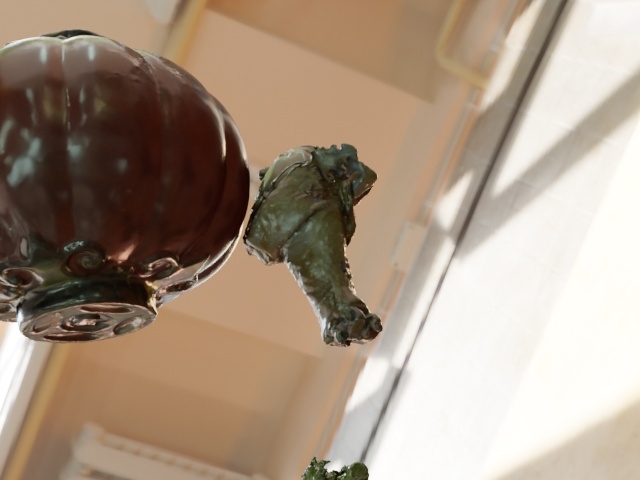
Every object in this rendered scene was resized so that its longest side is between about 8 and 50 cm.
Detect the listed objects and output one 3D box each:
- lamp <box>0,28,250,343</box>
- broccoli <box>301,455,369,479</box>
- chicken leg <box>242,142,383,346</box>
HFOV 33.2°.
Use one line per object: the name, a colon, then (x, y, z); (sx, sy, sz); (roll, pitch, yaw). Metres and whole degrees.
lamp: (-0.212, -0.046, 0.934); (0.303, 0.303, 0.257); (-43, 50, 55)
broccoli: (0.032, 0.306, 1.287); (0.092, 0.095, 0.097); (-61, 39, 39)
chicken leg: (-0.008, 0.001, 0.966); (0.080, 0.125, 0.196); (52, -145, -62)
